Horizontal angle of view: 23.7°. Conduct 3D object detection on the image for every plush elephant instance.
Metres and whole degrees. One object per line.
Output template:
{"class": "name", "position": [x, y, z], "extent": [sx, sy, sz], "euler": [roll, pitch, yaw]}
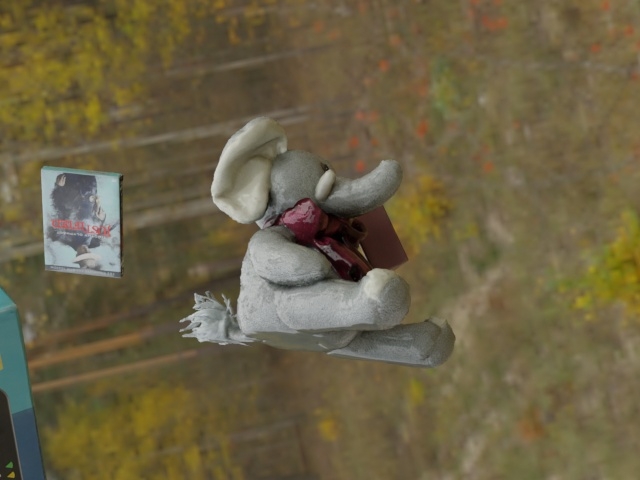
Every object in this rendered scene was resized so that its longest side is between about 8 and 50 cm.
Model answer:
{"class": "plush elephant", "position": [0.000, 0.000, 1.815], "extent": [0.272, 0.330, 0.255], "euler": [35, -121, -58]}

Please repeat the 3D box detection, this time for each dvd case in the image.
{"class": "dvd case", "position": [-0.253, -0.019, 1.627], "extent": [0.013, 0.087, 0.119], "euler": [-71, -14, -62]}

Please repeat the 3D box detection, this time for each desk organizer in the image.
{"class": "desk organizer", "position": [0.068, -0.018, 2.002], "extent": [0.047, 0.050, 0.130], "euler": [52, -167, -80]}

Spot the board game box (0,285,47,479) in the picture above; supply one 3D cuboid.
{"class": "board game box", "position": [-0.282, 0.093, 1.045], "extent": [0.336, 0.079, 0.253], "euler": [37, 138, 50]}
